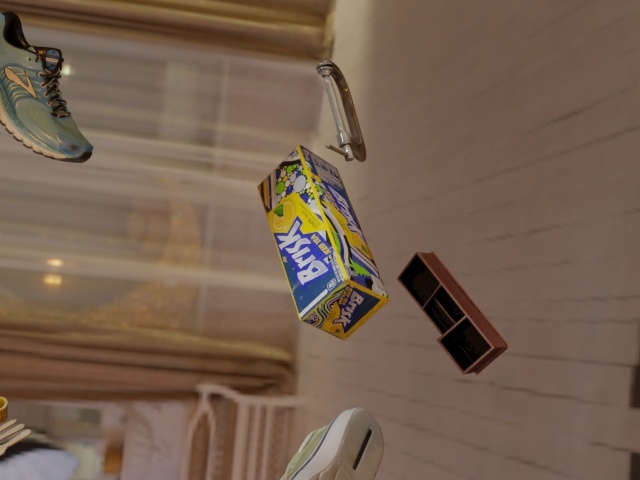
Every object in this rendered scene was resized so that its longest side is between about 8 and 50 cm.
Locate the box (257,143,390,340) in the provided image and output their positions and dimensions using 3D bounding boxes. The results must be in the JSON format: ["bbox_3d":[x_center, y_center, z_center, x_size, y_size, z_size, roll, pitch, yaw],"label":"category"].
[{"bbox_3d":[0.000,0.000,0.983,0.059,0.054,0.169,-44,41,23],"label":"box"}]

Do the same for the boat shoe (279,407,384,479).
[{"bbox_3d":[-0.006,0.318,1.411,0.094,0.109,0.302,-31,10,31],"label":"boat shoe"}]

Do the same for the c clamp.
[{"bbox_3d":[0.027,-0.165,1.473,0.137,0.022,0.161,34,-141,-59],"label":"c clamp"}]

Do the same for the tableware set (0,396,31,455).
[{"bbox_3d":[-0.358,0.185,1.086,0.104,0.154,0.024,28,132,36],"label":"tableware set"}]

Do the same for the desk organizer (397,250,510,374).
[{"bbox_3d":[0.129,0.073,1.186,0.047,0.050,0.130,-43,71,16],"label":"desk organizer"}]

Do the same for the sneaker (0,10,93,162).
[{"bbox_3d":[-0.252,-0.136,1.025,0.073,0.162,0.063,-41,-8,12],"label":"sneaker"}]
